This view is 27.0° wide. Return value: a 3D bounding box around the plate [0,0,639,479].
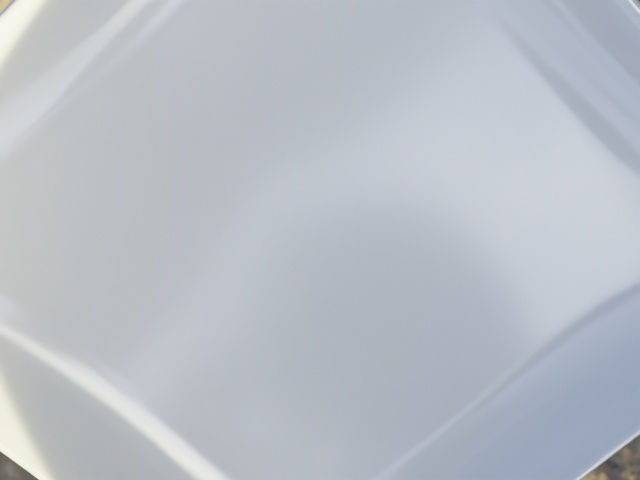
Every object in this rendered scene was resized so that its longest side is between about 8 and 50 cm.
[{"bbox_3d":[0.000,0.000,0.477,0.277,0.278,0.045,43,-163,-20],"label":"plate"}]
